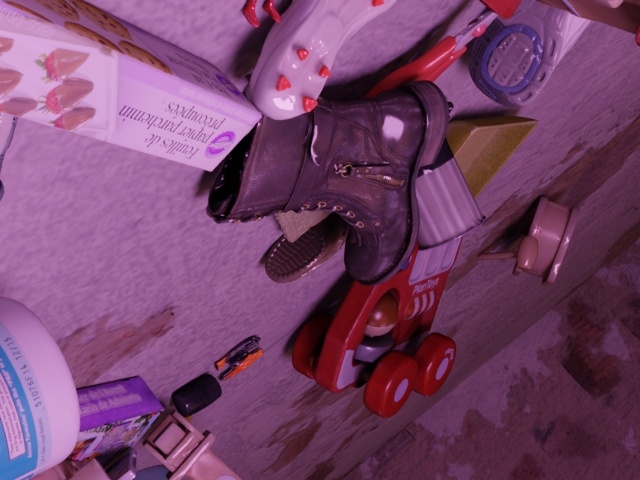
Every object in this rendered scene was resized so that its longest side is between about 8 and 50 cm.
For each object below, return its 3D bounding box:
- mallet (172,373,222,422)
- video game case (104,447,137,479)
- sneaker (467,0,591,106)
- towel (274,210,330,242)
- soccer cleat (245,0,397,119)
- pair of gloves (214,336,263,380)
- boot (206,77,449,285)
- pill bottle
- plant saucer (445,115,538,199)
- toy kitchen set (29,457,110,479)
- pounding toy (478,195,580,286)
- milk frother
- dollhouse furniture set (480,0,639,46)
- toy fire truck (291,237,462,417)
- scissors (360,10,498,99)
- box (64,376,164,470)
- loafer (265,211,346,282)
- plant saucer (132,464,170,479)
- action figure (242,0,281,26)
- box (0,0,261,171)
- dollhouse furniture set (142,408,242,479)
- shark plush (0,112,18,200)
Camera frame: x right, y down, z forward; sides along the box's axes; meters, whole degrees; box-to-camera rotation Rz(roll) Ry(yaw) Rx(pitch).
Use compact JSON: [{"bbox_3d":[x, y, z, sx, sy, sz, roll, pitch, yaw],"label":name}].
[{"bbox_3d":[-0.194,0.251,1.299,0.062,0.039,0.189,-25,159,-41],"label":"mallet"},{"bbox_3d":[-0.243,0.275,1.042,0.087,0.011,0.122,-40,-174,-8],"label":"video game case"},{"bbox_3d":[0.259,-0.278,0.958,0.129,0.111,0.297,-44,172,-48],"label":"sneaker"},{"bbox_3d":[-0.008,-0.055,1.002,0.110,0.027,0.148,-39,161,-5],"label":"towel"},{"bbox_3d":[0.007,-0.180,0.728,0.068,0.076,0.196,40,82,-32],"label":"soccer cleat"},{"bbox_3d":[-0.113,0.164,1.295,0.074,0.010,0.083,-34,157,-15],"label":"pair of gloves"},{"bbox_3d":[-0.006,-0.048,0.896,0.229,0.091,0.263,-12,132,-32],"label":"boot"},{"bbox_3d":[-0.321,0.148,0.673,0.264,0.146,0.146,-23,153,-42],"label":"pill bottle"},{"bbox_3d":[0.180,-0.098,1.234,0.188,0.045,0.188,-14,147,-52],"label":"plant saucer"},{"bbox_3d":[-0.243,0.260,0.972,0.068,0.083,0.075,-40,160,-3],"label":"toy kitchen set"},{"bbox_3d":[0.403,-0.010,1.805,0.269,0.155,0.154,33,76,-79],"label":"pounding toy"},{"bbox_3d":[0.131,-0.078,1.049,0.143,0.135,0.129,-29,-172,-23],"label":"milk frother"},{"bbox_3d":[0.158,-0.257,0.632,0.374,0.201,0.152,18,102,-53],"label":"dollhouse furniture set"},{"bbox_3d":[0.102,0.105,1.397,0.302,0.169,0.254,-12,121,-55],"label":"toy fire truck"},{"bbox_3d":[0.136,-0.196,0.910,0.297,0.021,0.109,-40,164,33],"label":"scissors"},{"bbox_3d":[-0.334,0.282,1.063,0.293,0.057,0.201,-49,160,20],"label":"box"},{"bbox_3d":[0.000,0.000,1.090,0.148,0.056,0.050,-40,154,-4],"label":"loafer"},{"bbox_3d":[-0.350,0.472,1.460,0.317,0.044,0.317,-35,159,-16],"label":"plant saucer"},{"bbox_3d":[-0.022,-0.204,0.663,0.038,0.030,0.115,-18,148,-38],"label":"action figure"},{"bbox_3d":[-0.147,-0.107,0.578,0.063,0.067,0.324,-46,159,14],"label":"box"},{"bbox_3d":[-0.183,0.360,1.030,0.303,0.174,0.355,-48,-174,-15],"label":"dollhouse furniture set"},{"bbox_3d":[-0.225,-0.032,0.615,0.161,0.073,0.067,106,7,-49],"label":"shark plush"}]
